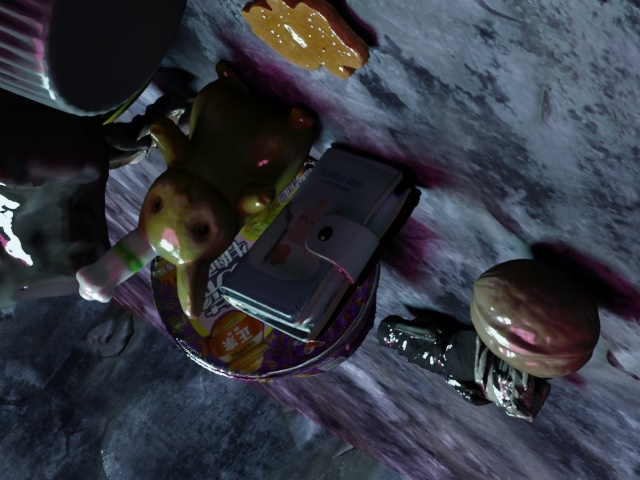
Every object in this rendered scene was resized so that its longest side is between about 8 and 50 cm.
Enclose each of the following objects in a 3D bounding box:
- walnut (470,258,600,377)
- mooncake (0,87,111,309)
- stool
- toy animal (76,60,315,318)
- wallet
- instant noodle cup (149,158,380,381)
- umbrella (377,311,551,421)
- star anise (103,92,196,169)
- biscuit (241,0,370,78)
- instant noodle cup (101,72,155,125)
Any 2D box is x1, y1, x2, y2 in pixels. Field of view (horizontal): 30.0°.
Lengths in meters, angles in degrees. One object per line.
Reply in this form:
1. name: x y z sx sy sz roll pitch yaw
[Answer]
1. walnut: 0.261 0.092 1.451 0.162 0.140 0.140 39 169 33
2. mooncake: -0.393 -0.117 1.591 0.381 0.212 0.351 109 146 -59
3. stool: -0.346 -0.310 1.323 0.330 0.297 0.297 27 162 21
4. toy animal: -0.152 -0.056 1.552 0.181 0.363 0.180 31 151 10
5. wallet: 0.000 0.000 1.529 0.176 0.250 0.075 21 159 46
6. instant noodle cup: -0.057 0.059 1.786 0.339 0.340 0.266 32 175 17
7. umbrella: 0.209 0.183 1.882 0.106 0.113 0.357 20 179 -40
8. star anise: -0.262 -0.164 1.809 0.197 0.212 0.073 21 -134 -85
9. biscuit: -0.014 -0.228 1.313 0.133 0.027 0.184 40 166 -15
10. instant noodle cup: -0.339 -0.246 1.790 0.122 0.151 0.151 49 164 -1
